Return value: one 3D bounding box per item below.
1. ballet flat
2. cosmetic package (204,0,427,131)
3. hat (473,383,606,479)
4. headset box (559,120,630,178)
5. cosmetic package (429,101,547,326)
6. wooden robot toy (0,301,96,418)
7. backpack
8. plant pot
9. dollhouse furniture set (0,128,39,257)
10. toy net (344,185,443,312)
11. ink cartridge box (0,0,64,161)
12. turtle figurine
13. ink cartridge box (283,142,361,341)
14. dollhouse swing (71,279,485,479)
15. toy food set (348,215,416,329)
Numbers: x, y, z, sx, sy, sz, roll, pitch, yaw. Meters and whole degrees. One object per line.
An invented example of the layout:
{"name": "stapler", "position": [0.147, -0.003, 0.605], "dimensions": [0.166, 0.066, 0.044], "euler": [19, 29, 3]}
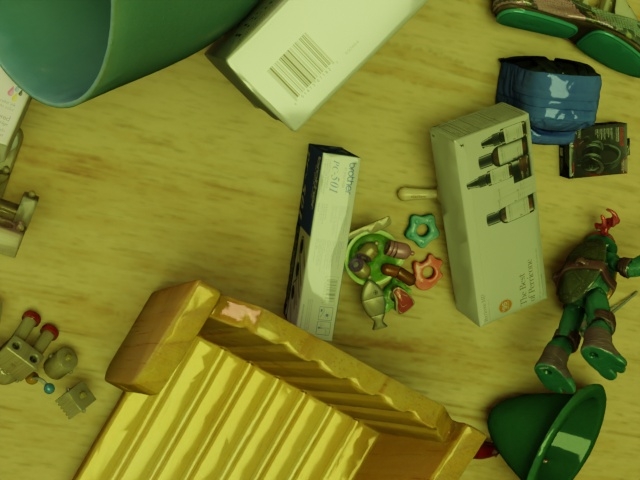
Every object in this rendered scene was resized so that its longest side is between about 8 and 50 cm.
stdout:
{"name": "ballet flat", "position": [0.301, -0.258, 1.139], "dimensions": [0.221, 0.077, 0.079], "euler": [18, 78, -13]}
{"name": "cosmetic package", "position": [0.055, -0.281, 0.975], "dimensions": [0.377, 0.284, 0.097], "euler": [-45, 104, 0]}
{"name": "hat", "position": [0.227, 0.219, 1.241], "dimensions": [0.208, 0.183, 0.173], "euler": [-3, 114, -52]}
{"name": "headset box", "position": [0.330, -0.109, 1.188], "dimensions": [0.083, 0.032, 0.062], "euler": [-5, 102, -8]}
{"name": "cosmetic package", "position": [0.194, -0.027, 1.131], "dimensions": [0.099, 0.060, 0.239], "euler": [-21, 118, -15]}
{"name": "wooden robot toy", "position": [-0.334, 0.136, 1.114], "dimensions": [0.173, 0.076, 0.079], "euler": [42, 127, -15]}
{"name": "backpack", "position": [0.262, -0.158, 1.121], "dimensions": [0.098, 0.120, 0.101], "euler": [-3, 102, -10]}
{"name": "plant pot", "position": [-0.173, -0.291, 0.905], "dimensions": [0.235, 0.293, 0.293], "euler": [-24, 107, -37]}
{"name": "dollhouse furniture set", "position": [-0.353, -0.078, 1.011], "dimensions": [0.144, 0.151, 0.123], "euler": [21, 97, -16]}
{"name": "toy net", "position": [0.135, -0.019, 1.165], "dimensions": [0.232, 0.045, 0.122], "euler": [-42, 105, 0]}
{"name": "ink cartridge box", "position": [-0.334, -0.194, 0.997], "dimensions": [0.115, 0.067, 0.198], "euler": [21, 71, -15]}
{"name": "turtle figurine", "position": [0.331, 0.064, 1.172], "dimensions": [0.118, 0.175, 0.234], "euler": [30, 54, 2]}
{"name": "ink cartridge box", "position": [0.000, 0.000, 1.117], "dimensions": [0.046, 0.097, 0.207], "euler": [7, 101, -11]}
{"name": "dollhouse swing", "position": [-0.083, 0.261, 1.069], "dimensions": [0.347, 0.315, 0.305], "euler": [31, 74, -15]}
{"name": "toy food set", "position": [0.076, 0.039, 1.132], "dimensions": [0.078, 0.019, 0.122], "euler": [-23, 107, -5]}
